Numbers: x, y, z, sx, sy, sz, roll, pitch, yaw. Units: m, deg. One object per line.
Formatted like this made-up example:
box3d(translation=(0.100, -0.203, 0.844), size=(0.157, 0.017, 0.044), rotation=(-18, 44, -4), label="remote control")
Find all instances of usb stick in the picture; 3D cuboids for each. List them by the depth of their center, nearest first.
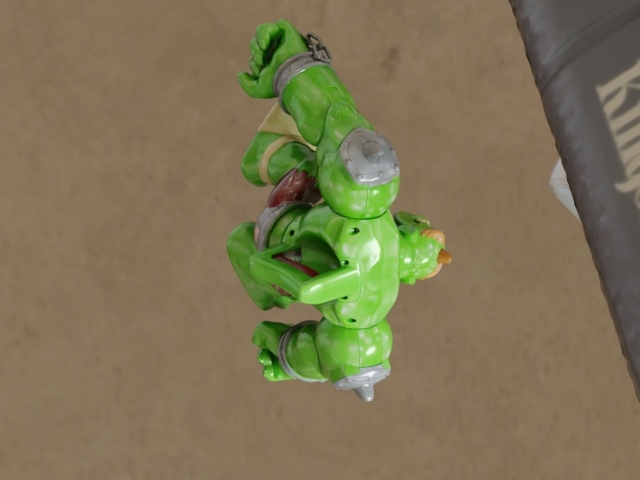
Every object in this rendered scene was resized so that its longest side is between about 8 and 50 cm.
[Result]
box3d(translation=(0.121, -0.022, 0.604), size=(0.077, 0.045, 0.278), rotation=(-27, 48, 18), label="usb stick")

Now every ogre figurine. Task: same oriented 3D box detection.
box3d(translation=(0.000, 0.000, 0.918), size=(0.097, 0.197, 0.118), rotation=(8, 18, -33), label="ogre figurine")

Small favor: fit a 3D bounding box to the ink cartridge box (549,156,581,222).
box3d(translation=(0.289, -0.052, 0.826), size=(0.091, 0.385, 0.308), rotation=(18, 73, 43), label="ink cartridge box")
